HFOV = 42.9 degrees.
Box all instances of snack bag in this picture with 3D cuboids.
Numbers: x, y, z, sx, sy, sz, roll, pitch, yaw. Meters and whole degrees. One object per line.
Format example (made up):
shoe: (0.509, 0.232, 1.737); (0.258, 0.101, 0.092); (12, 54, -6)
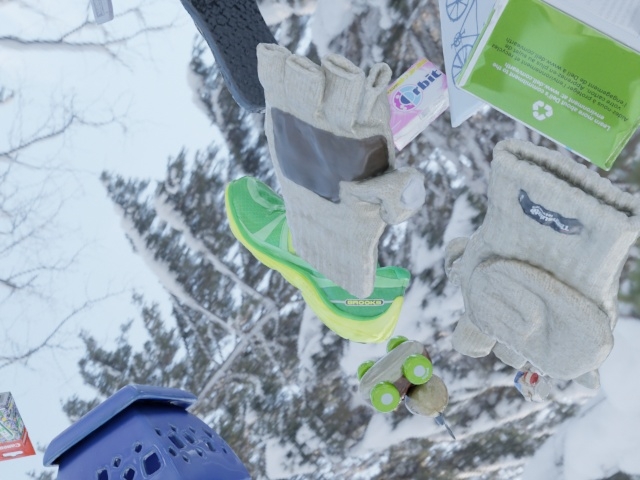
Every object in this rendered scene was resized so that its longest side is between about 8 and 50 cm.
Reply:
snack bag: (0.340, -0.428, 1.564); (0.037, 0.342, 0.323); (6, -109, -25)

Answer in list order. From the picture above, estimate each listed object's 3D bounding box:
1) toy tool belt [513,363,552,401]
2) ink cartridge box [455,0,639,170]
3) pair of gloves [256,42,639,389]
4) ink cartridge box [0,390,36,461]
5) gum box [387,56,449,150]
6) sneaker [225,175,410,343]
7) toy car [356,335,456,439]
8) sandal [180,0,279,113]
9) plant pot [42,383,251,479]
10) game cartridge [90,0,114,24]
toy tool belt: (0.316, 0.215, 1.245); (0.051, 0.052, 0.083); (22, 165, 41)
ink cartridge box: (0.153, -0.194, 0.641); (0.255, 0.097, 0.189); (30, -137, 9)
pair of gloves: (0.062, -0.011, 0.467); (0.240, 0.204, 0.042); (29, -118, 29)
ink cartridge box: (-0.417, 0.252, 1.055); (0.063, 0.115, 0.029); (-10, -149, -3)
gum box: (0.201, -0.301, 1.769); (0.107, 0.188, 0.062); (49, -178, 33)
sneaker: (0.000, 0.000, 0.969); (0.295, 0.123, 0.109); (40, -163, 33)
toy car: (0.177, 0.293, 1.513); (0.188, 0.149, 0.155); (50, 179, -12)
sandal: (-0.200, -0.456, 1.621); (0.167, 0.107, 0.446); (-21, -91, -22)
plant pot: (-0.290, 0.368, 1.319); (0.212, 0.236, 0.236); (58, -170, 21)
game cartridge: (-0.458, -0.497, 1.699); (0.017, 0.056, 0.083); (-22, -75, -45)
